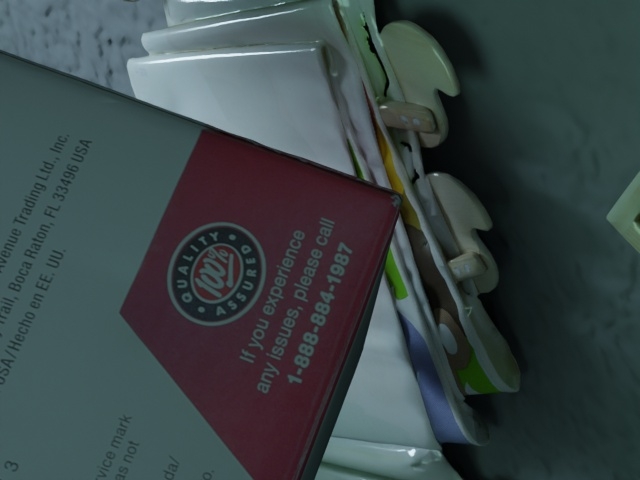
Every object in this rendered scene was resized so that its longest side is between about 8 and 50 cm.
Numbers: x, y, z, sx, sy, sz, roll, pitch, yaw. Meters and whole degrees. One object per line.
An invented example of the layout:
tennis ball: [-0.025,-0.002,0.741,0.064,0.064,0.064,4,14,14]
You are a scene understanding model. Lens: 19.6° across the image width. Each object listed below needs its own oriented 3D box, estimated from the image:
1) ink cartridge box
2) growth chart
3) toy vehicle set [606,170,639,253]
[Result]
ink cartridge box: [-0.143,0.044,0.550,0.283,0.207,0.117,20,155,4]
growth chart: [0.000,0.000,0.639,0.172,0.021,0.237,13,125,44]
toy vehicle set: [0.182,-0.029,0.390,0.166,0.035,0.267,46,143,14]
